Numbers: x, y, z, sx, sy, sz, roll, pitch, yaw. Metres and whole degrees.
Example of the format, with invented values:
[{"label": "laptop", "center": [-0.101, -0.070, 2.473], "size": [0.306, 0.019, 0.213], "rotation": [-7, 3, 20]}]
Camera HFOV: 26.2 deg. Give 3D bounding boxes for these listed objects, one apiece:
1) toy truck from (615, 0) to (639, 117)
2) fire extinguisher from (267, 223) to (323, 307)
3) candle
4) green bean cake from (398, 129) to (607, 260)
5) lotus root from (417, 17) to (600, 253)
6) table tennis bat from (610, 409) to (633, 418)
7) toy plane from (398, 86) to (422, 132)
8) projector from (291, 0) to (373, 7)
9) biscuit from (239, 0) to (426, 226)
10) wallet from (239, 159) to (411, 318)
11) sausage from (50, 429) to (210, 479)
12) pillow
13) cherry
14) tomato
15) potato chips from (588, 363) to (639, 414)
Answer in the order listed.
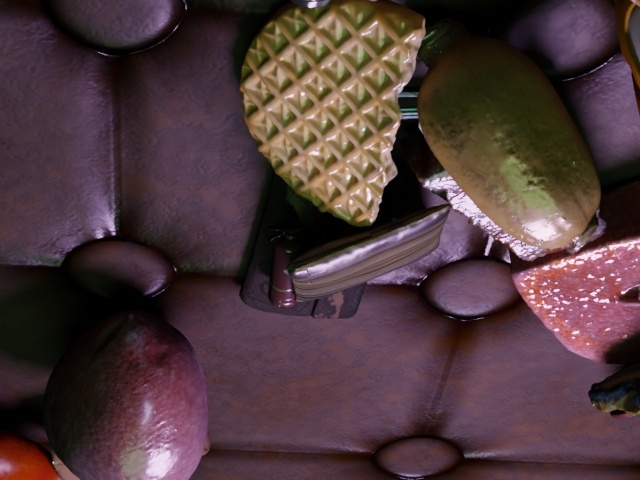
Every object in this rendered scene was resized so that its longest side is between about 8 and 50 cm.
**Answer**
[{"label": "toy truck", "center": [0.386, -0.245, 1.333], "size": [0.204, 0.288, 0.211], "rotation": [-11, 153, 15]}, {"label": "fire extinguisher", "center": [-0.036, 0.024, 1.786], "size": [0.078, 0.045, 0.157], "rotation": [-16, 144, -18]}, {"label": "candle", "center": [0.388, 0.042, 1.815], "size": [0.287, 0.131, 0.317], "rotation": [11, 140, -12]}, {"label": "green bean cake", "center": [0.234, -0.071, 1.684], "size": [0.199, 0.097, 0.232], "rotation": [-19, 139, 21]}, {"label": "lotus root", "center": [0.201, -0.112, 1.501], "size": [0.146, 0.131, 0.303], "rotation": [-36, 93, 2]}, {"label": "table tennis bat", "center": [0.562, 0.207, 2.059], "size": [0.274, 0.021, 0.154], "rotation": [-25, 179, 8]}, {"label": "toy plane", "center": [0.058, -0.149, 1.617], "size": [0.235, 0.060, 0.096], "rotation": [-2, 130, 8]}, {"label": "projector", "center": [0.010, -0.320, 1.361], "size": [0.270, 0.088, 0.193], "rotation": [9, 139, -13]}, {"label": "biscuit", "center": [0.002, -0.154, 1.544], "size": [0.205, 0.040, 0.309], "rotation": [24, 136, 12]}, {"label": "wallet", "center": [0.000, 0.000, 1.816], "size": [0.171, 0.044, 0.321], "rotation": [8, 141, -9]}, {"label": "sausage", "center": [-0.287, 0.301, 2.143], "size": [0.253, 0.123, 0.123], "rotation": [-11, 142, 14]}, {"label": "pillow", "center": [0.059, 0.017, 1.716], "size": [0.208, 0.052, 0.212], "rotation": [-23, 167, -4]}, {"label": "cherry", "center": [-0.274, 0.231, 1.954], "size": [0.221, 0.261, 0.307], "rotation": [-12, 124, -40]}, {"label": "tomato", "center": [-0.543, 0.408, 2.162], "size": [0.299, 0.226, 0.298], "rotation": [14, 152, 8]}, {"label": "potato chips", "center": [0.549, 0.162, 1.885], "size": [0.429, 0.070, 0.358], "rotation": [-28, 176, 43]}]
